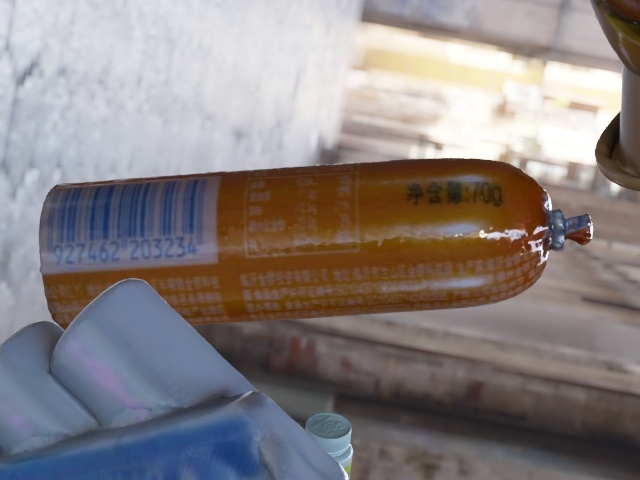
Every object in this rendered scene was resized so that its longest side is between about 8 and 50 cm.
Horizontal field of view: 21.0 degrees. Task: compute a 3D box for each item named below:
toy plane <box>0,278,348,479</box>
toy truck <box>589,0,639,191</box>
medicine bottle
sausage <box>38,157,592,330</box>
[{"bbox_3d":[-0.074,0.137,0.449,0.123,0.267,0.267,-15,118,-60],"label":"toy plane"},{"bbox_3d":[0.284,-0.148,1.020,0.204,0.288,0.211,-46,127,-45],"label":"toy truck"},{"bbox_3d":[0.004,0.196,1.518,0.047,0.047,0.083,-79,176,-60],"label":"medicine bottle"},{"bbox_3d":[0.000,0.000,1.003,0.093,0.312,0.093,-4,90,-82],"label":"sausage"}]
